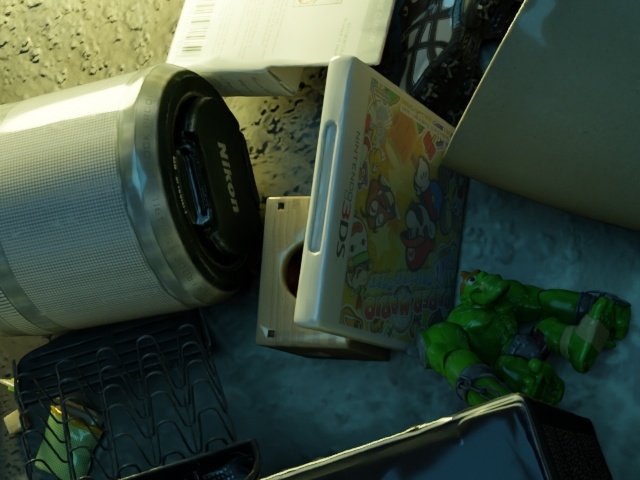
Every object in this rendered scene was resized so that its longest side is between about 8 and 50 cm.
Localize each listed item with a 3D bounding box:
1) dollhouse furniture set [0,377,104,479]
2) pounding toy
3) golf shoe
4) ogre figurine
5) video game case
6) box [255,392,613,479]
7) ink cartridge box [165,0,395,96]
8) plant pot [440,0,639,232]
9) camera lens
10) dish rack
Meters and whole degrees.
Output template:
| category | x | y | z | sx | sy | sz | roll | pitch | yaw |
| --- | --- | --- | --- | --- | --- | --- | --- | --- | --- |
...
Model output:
| category | x | y | z | sx | sy | sz | roll | pitch | yaw |
| --- | --- | --- | --- | --- | --- | --- | --- | --- | --- |
| dollhouse furniture set | -0.294 | 0.182 | 1.026 | 0.152 | 0.058 | 0.076 | 18 | 86 | 22 |
| pounding toy | -0.003 | -0.007 | 0.896 | 0.094 | 0.181 | 0.206 | 0 | 79 | 20 |
| golf shoe | 0.106 | -0.176 | 0.961 | 0.094 | 0.077 | 0.198 | 30 | 88 | 40 |
| ogre figurine | 0.155 | 0.082 | 0.843 | 0.118 | 0.096 | 0.197 | 21 | 54 | 39 |
| video game case | 0.060 | -0.016 | 0.852 | 0.026 | 0.227 | 0.206 | 2 | 80 | 32 |
| box | 0.064 | 0.255 | 0.703 | 0.294 | 0.395 | 0.212 | -21 | 72 | 14 |
| ink cartridge box | -0.007 | -0.268 | 0.975 | 0.239 | 0.060 | 0.275 | 5 | 72 | 31 |
| plant pot | 0.275 | -0.106 | 0.805 | 0.274 | 0.256 | 0.256 | 29 | 90 | 5 |
| camera lens | -0.208 | -0.031 | 0.953 | 0.274 | 0.219 | 0.219 | -11 | 76 | 17 |
| dish rack | -0.174 | 0.151 | 0.910 | 0.208 | 0.074 | 0.271 | -15 | 44 | -8 |
